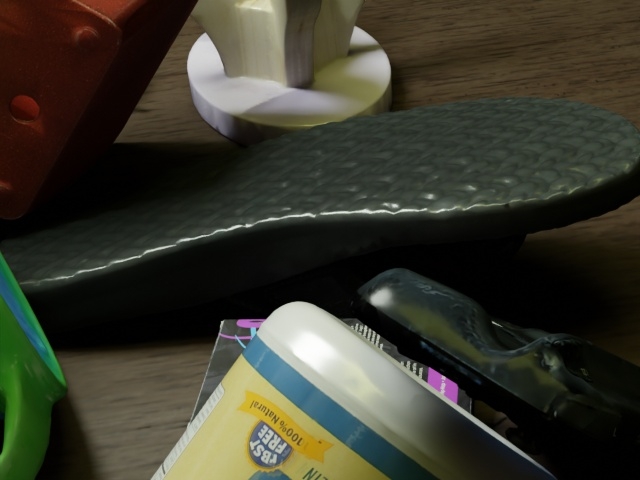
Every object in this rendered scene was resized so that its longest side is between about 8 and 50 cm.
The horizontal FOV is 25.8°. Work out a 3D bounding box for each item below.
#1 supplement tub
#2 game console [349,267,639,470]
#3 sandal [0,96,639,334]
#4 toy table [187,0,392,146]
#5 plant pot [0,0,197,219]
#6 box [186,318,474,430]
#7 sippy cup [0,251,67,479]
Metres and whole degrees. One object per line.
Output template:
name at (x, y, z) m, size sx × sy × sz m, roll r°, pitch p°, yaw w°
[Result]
supplement tub at (-0.012, 0.140, 0.546) m, size 0.200 × 0.144 × 0.144 m, roll -55°, pitch 42°, yaw -1°
game console at (0.107, 0.065, 0.606) m, size 0.213 × 0.044 × 0.361 m, roll 21°, pitch -2°, yaw 28°
sandal at (-0.001, -0.001, 0.932) m, size 0.445 × 0.107 × 0.167 m, roll -11°, pitch 29°, yaw 17°
toy table at (-0.036, -0.201, 1.207) m, size 0.252 × 0.161 × 0.274 m, roll -18°, pitch 33°, yaw -19°
plant pot at (-0.231, -0.174, 0.991) m, size 0.267 × 0.267 × 0.236 m, roll 29°, pitch 33°, yaw -13°
box at (0.011, 0.087, 0.827) m, size 0.162 × 0.029 × 0.116 m, roll 0°, pitch 30°, yaw 8°
sippy cup at (-0.294, 0.041, 0.776) m, size 0.224 × 0.240 × 0.305 m, roll -29°, pitch 28°, yaw -8°
